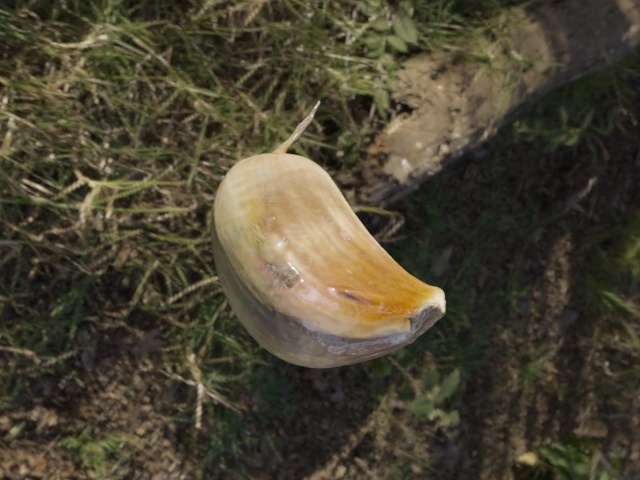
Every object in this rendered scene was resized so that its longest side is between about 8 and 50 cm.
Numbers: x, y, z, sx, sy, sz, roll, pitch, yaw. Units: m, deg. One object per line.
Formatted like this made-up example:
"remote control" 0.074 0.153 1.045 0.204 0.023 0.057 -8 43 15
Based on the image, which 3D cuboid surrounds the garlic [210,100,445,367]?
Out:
"garlic" -0.012 -0.003 0.595 0.128 0.198 0.090 -23 147 -15
